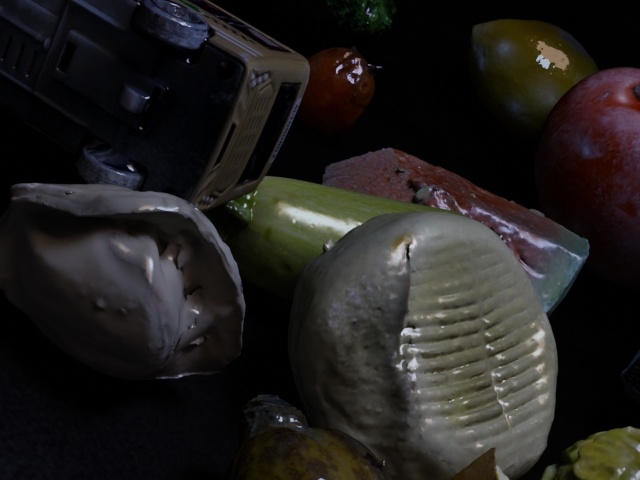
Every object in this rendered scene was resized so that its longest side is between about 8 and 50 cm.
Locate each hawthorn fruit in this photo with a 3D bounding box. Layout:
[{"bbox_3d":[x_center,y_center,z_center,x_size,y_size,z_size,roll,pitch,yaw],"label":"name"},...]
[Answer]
[{"bbox_3d":[0.016,-0.154,1.393,0.081,0.093,0.081,33,28,-21],"label":"hawthorn fruit"}]

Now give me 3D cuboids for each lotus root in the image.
[{"bbox_3d":[-0.003,0.189,0.884,0.120,0.120,0.209,9,43,-47],"label":"lotus root"}]

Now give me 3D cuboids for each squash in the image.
[{"bbox_3d":[-0.006,0.007,1.151,0.287,0.137,0.137,16,36,-20],"label":"squash"}]

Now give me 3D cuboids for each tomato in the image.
[{"bbox_3d":[0.370,-0.061,1.590,0.270,0.227,0.270,11,34,-8],"label":"tomato"}]

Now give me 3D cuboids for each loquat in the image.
[{"bbox_3d":[0.260,-0.198,1.728,0.195,0.152,0.152,30,30,-8],"label":"loquat"}]

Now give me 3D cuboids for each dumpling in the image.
[{"bbox_3d":[-0.133,0.021,0.926,0.199,0.136,0.118,21,41,-17],"label":"dumpling"}]

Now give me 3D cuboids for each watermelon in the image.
[{"bbox_3d":[0.112,-0.003,1.315,0.256,0.140,0.193,36,20,3],"label":"watermelon"}]

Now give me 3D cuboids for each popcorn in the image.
[{"bbox_3d":[0.270,0.239,1.148,0.195,0.174,0.168,9,20,-33],"label":"popcorn"}]

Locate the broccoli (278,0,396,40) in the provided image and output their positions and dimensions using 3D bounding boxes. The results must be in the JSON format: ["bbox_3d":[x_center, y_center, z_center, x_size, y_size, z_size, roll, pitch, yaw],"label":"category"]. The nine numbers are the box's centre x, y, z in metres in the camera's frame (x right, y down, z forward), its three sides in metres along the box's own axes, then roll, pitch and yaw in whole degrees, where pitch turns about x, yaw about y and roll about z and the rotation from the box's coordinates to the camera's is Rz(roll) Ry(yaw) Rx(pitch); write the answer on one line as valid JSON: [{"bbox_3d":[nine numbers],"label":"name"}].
[{"bbox_3d":[0.053,-0.362,1.521,0.297,0.297,0.298,32,53,-55],"label":"broccoli"}]

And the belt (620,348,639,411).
[{"bbox_3d":[0.424,0.086,1.423,0.122,0.260,0.325,44,28,13],"label":"belt"}]

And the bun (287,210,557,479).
[{"bbox_3d":[0.068,0.088,1.051,0.229,0.145,0.229,18,65,-43],"label":"bun"}]

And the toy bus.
[{"bbox_3d":[-0.160,-0.143,1.024,0.289,0.139,0.157,31,19,18],"label":"toy bus"}]

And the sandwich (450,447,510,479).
[{"bbox_3d":[0.096,0.235,0.895,0.058,0.162,0.193,35,30,-22],"label":"sandwich"}]
